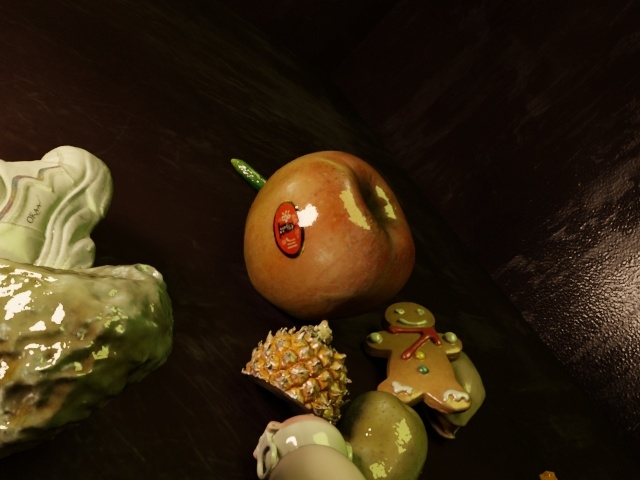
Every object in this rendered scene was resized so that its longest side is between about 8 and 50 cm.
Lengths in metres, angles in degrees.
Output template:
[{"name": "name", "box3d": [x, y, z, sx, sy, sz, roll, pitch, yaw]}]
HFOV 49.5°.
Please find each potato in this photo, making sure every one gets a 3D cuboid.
[{"name": "potato", "box3d": [0.081, 0.328, 1.049, 0.157, 0.157, 0.194, 45, 32, -3]}]

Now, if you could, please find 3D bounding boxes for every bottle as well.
[{"name": "bottle", "box3d": [-0.009, 0.320, 0.899, 0.147, 0.147, 0.236, 37, 12, -24]}]

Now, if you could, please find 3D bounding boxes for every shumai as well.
[{"name": "shumai", "box3d": [-0.269, 0.061, 0.668, 0.260, 0.225, 0.222, -26, 99, -37]}]

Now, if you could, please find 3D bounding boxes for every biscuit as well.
[{"name": "biscuit", "box3d": [0.200, 0.232, 1.488, 0.216, 0.047, 0.340, 6, 32, 0]}]

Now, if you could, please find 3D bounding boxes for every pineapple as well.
[{"name": "pineapple", "box3d": [-0.019, 0.183, 1.061, 0.161, 0.137, 0.176, 35, -15, -17]}]

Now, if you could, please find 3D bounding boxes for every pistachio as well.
[{"name": "pistachio", "box3d": [0.281, 0.327, 1.516, 0.153, 0.138, 0.238, 15, 31, -10]}]

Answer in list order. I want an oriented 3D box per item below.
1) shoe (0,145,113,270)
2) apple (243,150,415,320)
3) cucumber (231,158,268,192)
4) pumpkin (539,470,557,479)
[{"name": "shoe", "box3d": [-0.385, -0.052, 0.867, 0.210, 0.132, 0.342, 38, 23, -30]}, {"name": "apple", "box3d": [0.000, 0.000, 1.352, 0.338, 0.305, 0.338, 41, 31, -32]}, {"name": "cucumber", "box3d": [-0.156, -0.145, 1.713, 0.168, 0.039, 0.039, 41, 19, -4]}, {"name": "pumpkin", "box3d": [0.551, 0.603, 1.649, 0.074, 0.054, 0.083, -89, 153, -61]}]
